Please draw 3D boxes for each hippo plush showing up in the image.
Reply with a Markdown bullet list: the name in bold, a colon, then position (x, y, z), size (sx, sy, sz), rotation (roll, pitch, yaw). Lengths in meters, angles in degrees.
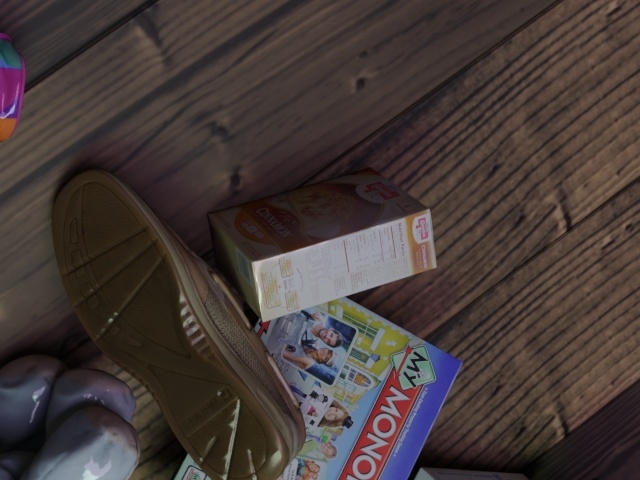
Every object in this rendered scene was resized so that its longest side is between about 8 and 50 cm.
- **hippo plush**: position (-0.246, 0.274, 1.195), size (0.234, 0.294, 0.237), rotation (-18, 127, 8)

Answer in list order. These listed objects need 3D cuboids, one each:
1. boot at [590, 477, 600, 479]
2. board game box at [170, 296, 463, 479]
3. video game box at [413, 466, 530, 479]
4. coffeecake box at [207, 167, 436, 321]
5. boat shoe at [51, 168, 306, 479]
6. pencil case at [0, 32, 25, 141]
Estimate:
- **boot**: position (0.188, 0.502, 1.490), size (0.445, 0.146, 0.367), rotation (-30, 140, -8)
- **board game box**: position (-0.017, 0.214, 1.284), size (0.213, 0.046, 0.317), rotation (28, 76, -5)
- **video game box**: position (0.147, 0.364, 1.487), size (0.187, 0.048, 0.205), rotation (14, 109, -39)
- **coffeecake box**: position (0.000, 0.000, 1.254), size (0.185, 0.142, 0.068), rotation (-17, 115, -17)
- **boat shoe**: position (-0.135, 0.081, 1.212), size (0.121, 0.110, 0.341), rotation (-32, 89, 23)
- **pencil case**: position (-0.370, -0.144, 1.065), size (0.236, 0.104, 0.104), rotation (7, 107, -27)
